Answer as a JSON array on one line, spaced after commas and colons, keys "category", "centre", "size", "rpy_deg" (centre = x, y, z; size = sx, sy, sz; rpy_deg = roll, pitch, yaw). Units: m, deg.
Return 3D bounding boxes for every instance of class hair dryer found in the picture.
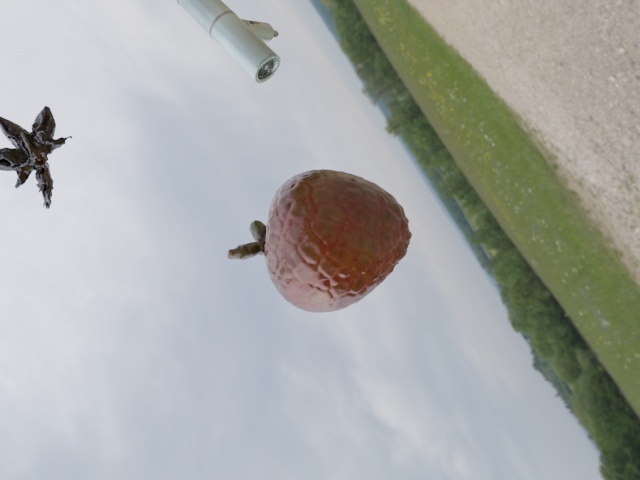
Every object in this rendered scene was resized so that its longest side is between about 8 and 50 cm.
[{"category": "hair dryer", "centre": [-0.080, -0.267, 0.717], "size": [0.155, 0.044, 0.183], "rpy_deg": [48, -152, 12]}]

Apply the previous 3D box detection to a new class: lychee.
[{"category": "lychee", "centre": [0.000, 0.000, 0.908], "size": [0.255, 0.300, 0.255], "rpy_deg": [-15, -90, -80]}]

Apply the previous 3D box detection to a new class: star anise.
[{"category": "star anise", "centre": [-0.596, -0.177, 1.085], "size": [0.157, 0.212, 0.053], "rpy_deg": [15, -162, -30]}]
